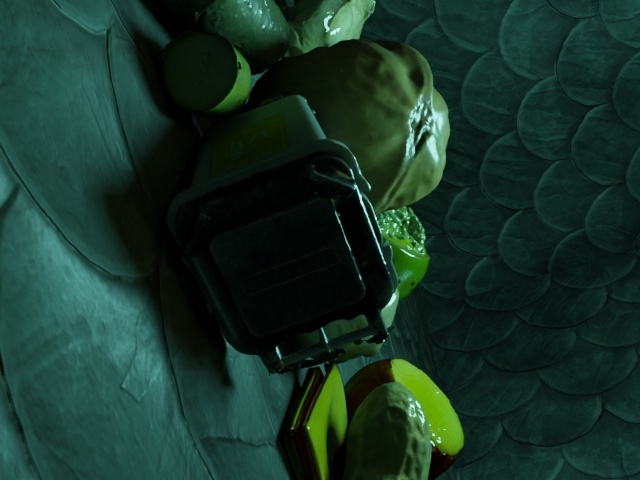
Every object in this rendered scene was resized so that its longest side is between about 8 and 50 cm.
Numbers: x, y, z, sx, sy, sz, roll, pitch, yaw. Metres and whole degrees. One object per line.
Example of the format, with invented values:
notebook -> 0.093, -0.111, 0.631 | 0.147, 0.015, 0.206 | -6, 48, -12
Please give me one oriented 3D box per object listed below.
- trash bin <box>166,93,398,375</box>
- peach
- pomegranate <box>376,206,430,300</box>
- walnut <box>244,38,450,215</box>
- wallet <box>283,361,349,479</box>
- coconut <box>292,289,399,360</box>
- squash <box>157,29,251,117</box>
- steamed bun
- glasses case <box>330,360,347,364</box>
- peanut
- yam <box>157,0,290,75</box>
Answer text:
trash bin -> -0.052, -0.030, 1.194 | 0.367, 0.256, 0.296 | -105, 172, -61
peach -> 0.143, 0.360, 1.570 | 0.274, 0.249, 0.245 | -47, 160, -85
pomegranate -> 0.099, 0.026, 1.931 | 0.341, 0.260, 0.260 | 3, 68, -47
walnut -> 0.038, -0.197, 1.521 | 0.383, 0.384, 0.383 | -16, 90, -80
wallet -> -0.006, 0.310, 1.367 | 0.241, 0.067, 0.141 | -57, 135, -71
coconut -> 0.030, 0.113, 1.475 | 0.224, 0.224, 0.224 | -16, 90, -80
squash -> -0.161, -0.236, 1.253 | 0.187, 0.123, 0.123 | -2, 75, -85
steamed bun -> 0.004, -0.617, 2.360 | 0.324, 0.231, 0.372 | 98, 16, -59
glasses case -> 0.022, 0.167, 1.788 | 0.077, 0.040, 0.184 | 61, 16, -51
peanut -> 0.101, 0.385, 1.364 | 0.152, 0.152, 0.312 | 38, 64, -73
yam -> -0.157, -0.375, 1.352 | 0.268, 0.161, 0.161 | 43, 32, -70
